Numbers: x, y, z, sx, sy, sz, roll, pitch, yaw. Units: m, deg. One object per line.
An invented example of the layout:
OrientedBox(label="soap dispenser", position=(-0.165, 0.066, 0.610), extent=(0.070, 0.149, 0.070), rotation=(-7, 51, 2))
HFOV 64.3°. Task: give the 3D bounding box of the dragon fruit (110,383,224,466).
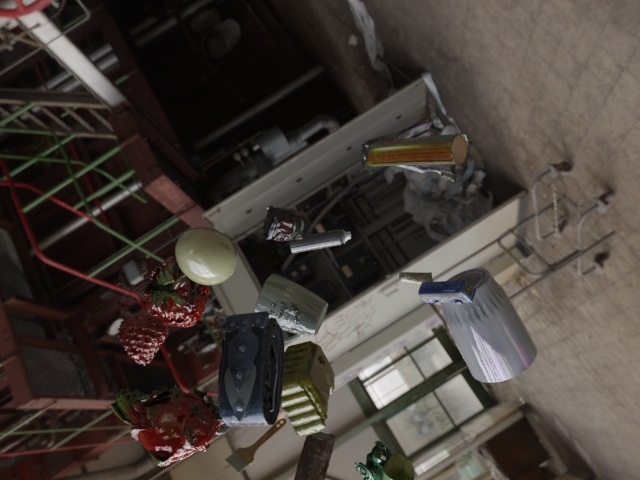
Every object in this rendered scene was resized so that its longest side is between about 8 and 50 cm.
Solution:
OrientedBox(label="dragon fruit", position=(-0.389, 0.447, 1.321), extent=(0.269, 0.200, 0.198), rotation=(43, 159, 10))

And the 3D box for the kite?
OrientedBox(label="kite", position=(0.236, -0.302, 1.606), extent=(0.015, 0.245, 0.141), rotation=(35, -142, -51))

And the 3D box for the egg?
OrientedBox(label="egg", position=(-0.390, 0.051, 1.728), extent=(0.189, 0.188, 0.254), rotation=(58, -178, 29))

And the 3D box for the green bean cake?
OrientedBox(label="green bean cake", position=(-0.039, 0.468, 1.629), extent=(0.236, 0.124, 0.233), rotation=(-66, -45, -65))

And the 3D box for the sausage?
OrientedBox(label="sausage", position=(0.227, -0.230, 1.318), extent=(0.371, 0.082, 0.082), rotation=(11, 139, 57))

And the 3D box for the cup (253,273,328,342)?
OrientedBox(label="cup", position=(-0.113, 0.281, 1.883), extent=(0.234, 0.258, 0.186), rotation=(22, -158, 10))

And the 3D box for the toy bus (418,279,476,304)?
OrientedBox(label="toy bus", position=(0.337, 0.139, 1.370), extent=(0.061, 0.051, 0.153), rotation=(39, 151, -29))

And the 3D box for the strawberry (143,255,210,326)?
OrientedBox(label="strawberry", position=(-0.528, 0.198, 1.932), extent=(0.261, 0.261, 0.257), rotation=(58, -171, 20))

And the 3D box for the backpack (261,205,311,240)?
OrientedBox(label="backpack", position=(-0.115, -0.053, 1.782), extent=(0.106, 0.165, 0.120), rotation=(-117, 37, -48))

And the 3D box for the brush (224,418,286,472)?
OrientedBox(label="brush", position=(-0.237, 0.785, 1.980), extent=(0.103, 0.272, 0.013), rotation=(14, 130, 47))

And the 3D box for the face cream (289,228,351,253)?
OrientedBox(label="face cream", position=(0.000, 0.000, 2.327), extent=(0.073, 0.283, 0.073), rotation=(-11, -90, -87))

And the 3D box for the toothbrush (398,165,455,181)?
OrientedBox(label="toothbrush", position=(0.353, -0.286, 1.958), extent=(0.035, 0.413, 0.042), rotation=(-46, 40, 51))

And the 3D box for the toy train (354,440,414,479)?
OrientedBox(label="toy train", position=(0.201, 0.776, 1.612), extent=(0.189, 0.126, 0.308), rotation=(36, 140, 37))

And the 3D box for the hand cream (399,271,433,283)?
OrientedBox(label="hand cream", position=(0.393, 0.153, 2.097), extent=(0.039, 0.143, 0.061), rotation=(107, 167, -58))

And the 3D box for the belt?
OrientedBox(label="belt", position=(-0.147, 0.262, 1.017), extent=(0.122, 0.128, 0.218), rotation=(64, -159, -52))

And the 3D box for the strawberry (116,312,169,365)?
OrientedBox(label="strawberry", position=(-0.729, 0.405, 2.180), extent=(0.234, 0.178, 0.234), rotation=(63, -174, -13))

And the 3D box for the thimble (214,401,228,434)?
OrientedBox(label="thimble", position=(-0.498, 0.810, 2.305), extent=(0.151, 0.117, 0.127), rotation=(60, -148, -15))

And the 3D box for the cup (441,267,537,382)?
OrientedBox(label="cup", position=(0.592, 0.307, 1.843), extent=(0.372, 0.253, 0.253), rotation=(59, 180, -11))

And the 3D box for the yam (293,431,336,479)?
OrientedBox(label="yam", position=(-0.034, 0.906, 2.032), extent=(0.131, 0.280, 0.131), rotation=(17, 168, 4))
